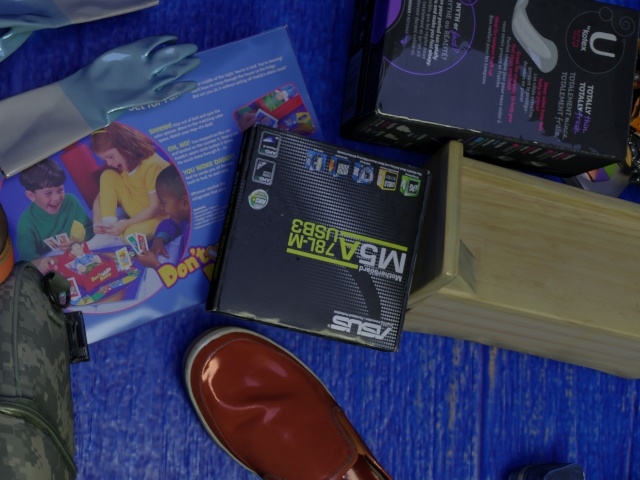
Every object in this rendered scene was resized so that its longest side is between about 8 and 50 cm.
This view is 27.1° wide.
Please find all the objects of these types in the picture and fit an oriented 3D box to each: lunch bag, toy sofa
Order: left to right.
[{"bbox_3d":[-0.351,0.158,1.102,0.305,0.212,0.256,-10,64,2],"label":"lunch bag"},{"bbox_3d":[0.245,0.289,1.427,0.067,0.065,0.098,-5,87,-36],"label":"lunch bag"},{"bbox_3d":[0.247,0.029,1.405,0.362,0.177,0.150,13,67,-18],"label":"toy sofa"}]

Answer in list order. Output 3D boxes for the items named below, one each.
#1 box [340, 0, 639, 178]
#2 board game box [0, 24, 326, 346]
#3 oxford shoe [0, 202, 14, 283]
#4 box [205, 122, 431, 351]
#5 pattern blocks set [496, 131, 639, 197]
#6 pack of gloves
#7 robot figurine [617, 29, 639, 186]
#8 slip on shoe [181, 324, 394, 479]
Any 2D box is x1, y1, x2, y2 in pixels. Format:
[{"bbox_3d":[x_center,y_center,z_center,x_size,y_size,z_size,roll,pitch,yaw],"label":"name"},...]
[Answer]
[{"bbox_3d":[0.173,-0.172,1.376,0.270,0.143,0.165,10,83,-13],"label":"box"},{"bbox_3d":[-0.159,-0.047,1.292,0.347,0.078,0.233,-20,94,-20],"label":"board game box"},{"bbox_3d":[-0.377,-0.044,1.072,0.271,0.098,0.097,13,43,4],"label":"oxford shoe"},{"bbox_3d":[0.000,0.000,1.280,0.190,0.045,0.184,15,79,-16],"label":"box"},{"bbox_3d":[0.331,-0.136,1.510,0.285,0.026,0.325,40,74,-13],"label":"pattern blocks set"},{"bbox_3d":[-0.238,-0.182,1.231,0.232,0.046,0.195,-28,62,-24],"label":"pack of gloves"},{"bbox_3d":[0.446,-0.133,1.495,0.291,0.085,0.211,25,79,-23],"label":"robot figurine"},{"bbox_3d":[-0.007,0.214,1.319,0.123,0.101,0.331,-42,99,-16],"label":"slip on shoe"}]
